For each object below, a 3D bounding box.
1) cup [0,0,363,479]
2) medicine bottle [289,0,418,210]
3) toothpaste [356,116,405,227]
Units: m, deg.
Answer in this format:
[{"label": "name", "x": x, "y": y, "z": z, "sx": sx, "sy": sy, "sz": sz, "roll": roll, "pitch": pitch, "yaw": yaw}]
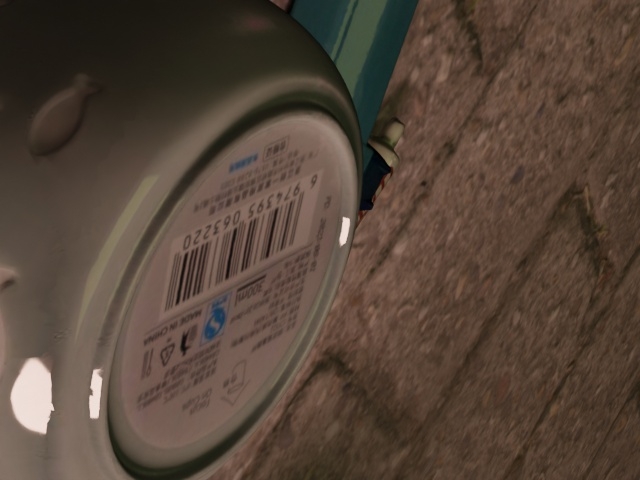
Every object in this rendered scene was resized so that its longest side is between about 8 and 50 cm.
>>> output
[{"label": "cup", "x": -0.163, "y": 0.019, "z": 0.764, "sx": 0.259, "sy": 0.274, "sz": 0.357, "roll": 14, "pitch": 100, "yaw": -64}, {"label": "medicine bottle", "x": 0.021, "y": -0.144, "z": 1.196, "sx": 0.124, "sy": 0.079, "sz": 0.258, "roll": -4, "pitch": 116, "yaw": -58}, {"label": "toothpaste", "x": 0.000, "y": 0.000, "z": 1.340, "sx": 0.233, "sy": 0.038, "sz": 0.060, "roll": -56, "pitch": 152, "yaw": -10}]
